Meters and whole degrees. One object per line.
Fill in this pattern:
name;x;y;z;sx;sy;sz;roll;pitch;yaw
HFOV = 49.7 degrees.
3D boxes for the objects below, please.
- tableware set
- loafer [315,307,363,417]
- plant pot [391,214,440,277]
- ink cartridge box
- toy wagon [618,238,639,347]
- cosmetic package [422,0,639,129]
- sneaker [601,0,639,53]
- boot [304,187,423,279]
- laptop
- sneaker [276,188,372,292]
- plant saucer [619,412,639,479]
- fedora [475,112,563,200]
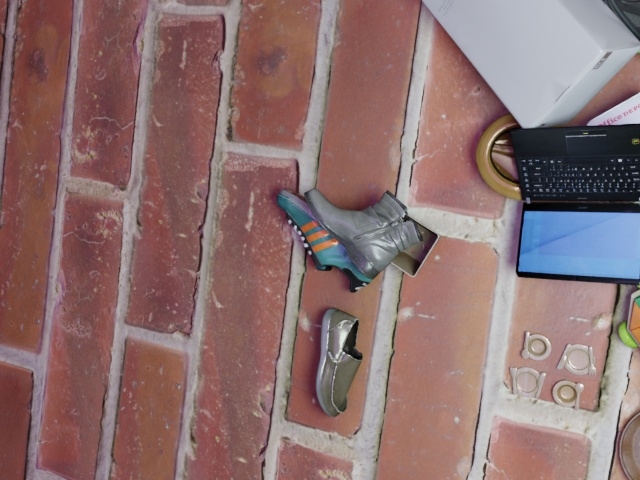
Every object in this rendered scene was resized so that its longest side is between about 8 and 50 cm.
tableware set;0.482;0.272;1.438;0.168;0.020;0.141;12;96;23
loafer;0.047;0.282;1.583;0.087;0.094;0.251;2;92;27
plant pot;0.200;0.005;1.510;0.109;0.096;0.109;35;104;20
ink cartridge box;0.609;-0.178;1.316;0.127;0.072;0.175;-30;80;22
toy wagon;0.667;0.150;1.252;0.344;0.068;0.267;57;145;10
cosmetic package;0.389;-0.423;1.325;0.385;0.156;0.217;58;141;17
sneaker;0.675;-0.398;1.225;0.482;0.202;0.185;31;79;18
boot;0.094;-0.053;1.469;0.161;0.083;0.246;-43;81;11
laptop;0.470;-0.065;1.274;0.234;0.136;0.264;3;131;31
sneaker;0.000;0.000;1.589;0.302;0.108;0.121;38;101;16
plant saucer;0.689;0.414;1.343;0.198;0.036;0.199;0;90;24
fedora;0.420;-0.172;1.421;0.194;0.079;0.194;1;93;16
